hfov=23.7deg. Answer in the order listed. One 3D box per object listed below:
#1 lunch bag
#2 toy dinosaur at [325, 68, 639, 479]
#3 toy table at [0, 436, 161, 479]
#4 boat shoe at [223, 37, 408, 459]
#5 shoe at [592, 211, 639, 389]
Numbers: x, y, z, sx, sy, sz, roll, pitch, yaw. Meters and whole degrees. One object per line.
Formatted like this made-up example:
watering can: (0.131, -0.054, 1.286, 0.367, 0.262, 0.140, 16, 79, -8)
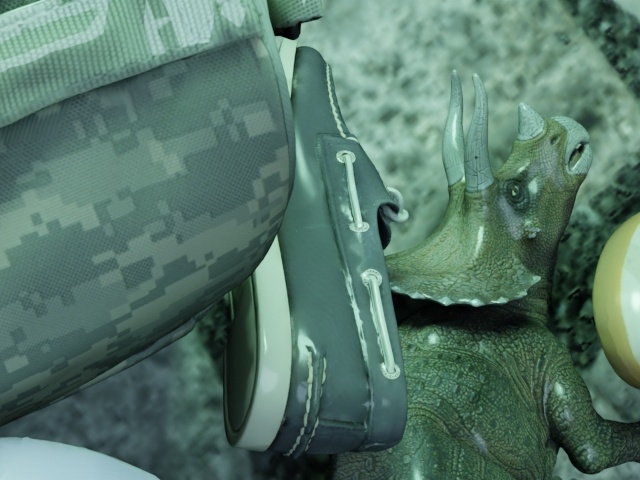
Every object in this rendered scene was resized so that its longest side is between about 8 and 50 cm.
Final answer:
lunch bag: (-0.166, -0.016, 0.491, 0.305, 0.256, 0.213, -25, 97, -18)
toy dinosaur: (0.057, 0.098, 0.612, 0.160, 0.121, 0.314, 33, 54, -17)
toy table: (-0.090, 0.212, 0.487, 0.252, 0.161, 0.274, -11, 131, 3)
boat shoe: (0.000, 0.000, 0.601, 0.065, 0.075, 0.206, 11, 44, -12)
shoe: (0.191, 0.006, 0.662, 0.219, 0.058, 0.077, -22, 88, -46)
